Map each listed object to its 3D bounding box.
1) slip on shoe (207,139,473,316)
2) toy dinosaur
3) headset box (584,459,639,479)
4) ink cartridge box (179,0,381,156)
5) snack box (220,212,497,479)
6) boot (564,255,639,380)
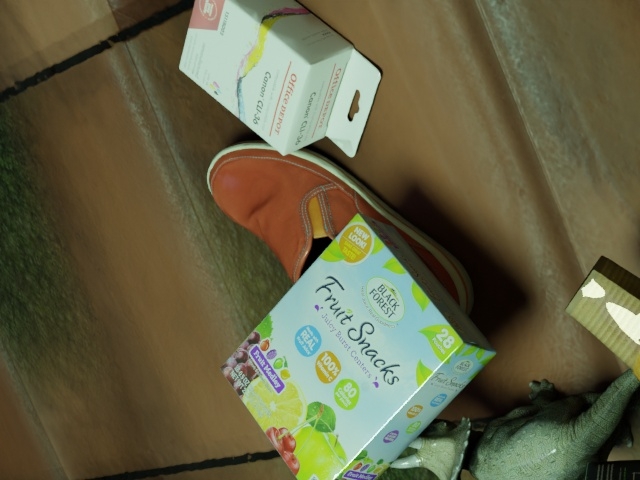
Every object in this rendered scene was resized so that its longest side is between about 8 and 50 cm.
[{"bbox_3d":[0.000,0.000,1.771,0.331,0.101,0.123,35,134,31],"label":"slip on shoe"},{"bbox_3d":[0.206,0.186,1.606,0.313,0.160,0.121,-12,102,50],"label":"toy dinosaur"},{"bbox_3d":[0.362,0.307,1.436,0.283,0.131,0.246,-3,106,12],"label":"headset box"},{"bbox_3d":[-0.042,-0.167,1.747,0.198,0.067,0.115,40,134,25],"label":"ink cartridge box"},{"bbox_3d":[0.031,0.109,1.632,0.207,0.070,0.174,-48,57,14],"label":"snack box"},{"bbox_3d":[0.352,0.012,1.422,0.211,0.104,0.295,33,117,6],"label":"boot"}]
